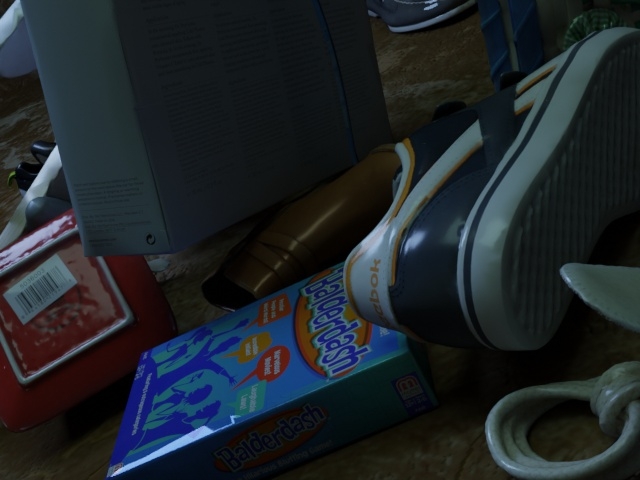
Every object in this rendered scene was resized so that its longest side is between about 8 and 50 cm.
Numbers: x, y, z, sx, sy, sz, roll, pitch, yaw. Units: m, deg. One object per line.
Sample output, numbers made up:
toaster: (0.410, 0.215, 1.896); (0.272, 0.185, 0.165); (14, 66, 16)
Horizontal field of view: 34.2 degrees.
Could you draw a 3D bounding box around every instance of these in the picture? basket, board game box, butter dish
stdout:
basket: (0.138, -0.196, 0.849); (0.289, 0.254, 0.201); (-14, 19, 10)
board game box: (-0.032, 0.092, 0.703); (0.210, 0.047, 0.160); (-24, 22, 9)
butter dish: (-0.204, 0.073, 0.882); (0.160, 0.118, 0.160); (-31, 66, -3)

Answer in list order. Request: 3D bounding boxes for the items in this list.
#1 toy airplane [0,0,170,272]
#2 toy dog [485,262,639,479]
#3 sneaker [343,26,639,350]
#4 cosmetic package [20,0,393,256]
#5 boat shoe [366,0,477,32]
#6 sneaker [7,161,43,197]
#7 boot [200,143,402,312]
toy airplane: (-0.168, -0.135, 1.038); (0.386, 0.272, 0.384); (-63, -7, 26)
toy dog: (0.187, 0.032, 0.413); (0.220, 0.161, 0.334); (-32, 22, -8)
sneaker: (0.128, -0.047, 0.674); (0.128, 0.126, 0.321); (-2, 27, 38)
cosmetic package: (-0.080, -0.175, 0.886); (0.097, 0.284, 0.377); (-2, 15, 31)
boat shoe: (0.113, -0.363, 1.453); (0.112, 0.095, 0.335); (-31, 22, -5)
sneaker: (-0.327, -0.116, 1.452); (0.235, 0.097, 0.084); (-28, 22, 3)
boot: (0.000, 0.000, 0.831); (0.152, 0.073, 0.197); (-39, 9, -33)
